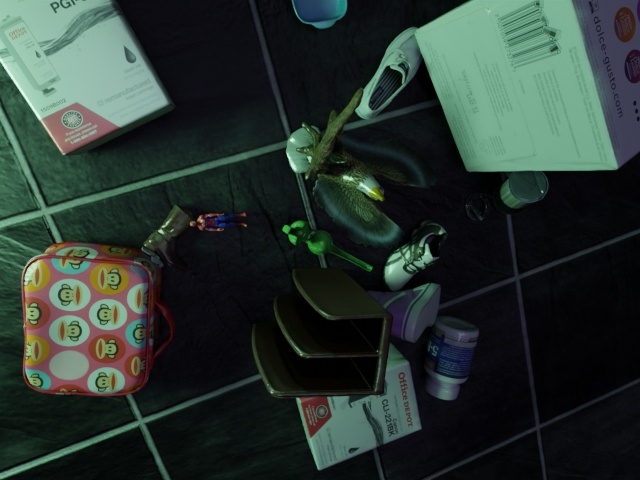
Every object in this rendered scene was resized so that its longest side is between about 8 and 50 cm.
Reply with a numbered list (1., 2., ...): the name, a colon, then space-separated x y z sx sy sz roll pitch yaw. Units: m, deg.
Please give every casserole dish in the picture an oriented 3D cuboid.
1. casserole dish: -0.012 -0.517 0.831 0.114 0.037 0.188 -15 106 -12

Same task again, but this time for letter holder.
1. letter holder: -0.022 0.163 0.837 0.215 0.302 0.151 2 101 -15

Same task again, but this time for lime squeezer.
1. lime squeezer: 0.000 0.000 0.920 0.310 0.110 0.058 27 76 -49

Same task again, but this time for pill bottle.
1. pill bottle: 0.323 0.296 1.060 0.112 0.112 0.186 7 99 -16

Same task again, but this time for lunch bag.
1. lunch bag: -0.419 0.155 0.820 0.258 0.120 0.293 7 103 -14

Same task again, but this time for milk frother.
1. milk frother: 0.429 -0.102 0.989 0.129 0.135 0.143 36 88 12

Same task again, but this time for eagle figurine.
1. eagle figurine: 0.085 -0.130 0.889 0.226 0.225 0.298 -23 149 31

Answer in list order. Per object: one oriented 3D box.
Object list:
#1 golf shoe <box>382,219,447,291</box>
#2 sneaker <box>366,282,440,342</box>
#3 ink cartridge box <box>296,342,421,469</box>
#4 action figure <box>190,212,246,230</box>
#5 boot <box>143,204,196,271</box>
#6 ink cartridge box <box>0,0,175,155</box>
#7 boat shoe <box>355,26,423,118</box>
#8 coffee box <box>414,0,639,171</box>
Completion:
1. golf shoe: 0.221 0.042 0.988 0.077 0.094 0.198 31 94 -20
2. sneaker: 0.180 0.141 0.968 0.161 0.282 0.102 10 96 28
3. ink cartridge box: 0.089 0.392 1.017 0.273 0.114 0.196 -16 105 -12
4. action figure: -0.213 -0.039 0.877 0.115 0.030 0.038 -6 108 -22
5. boot: -0.288 -0.005 0.872 0.106 0.037 0.114 42 84 -21
6. ink cartridge box: -0.418 -0.318 0.722 0.207 0.117 0.283 -29 108 -7
7. boat shoe: 0.163 -0.353 0.893 0.083 0.076 0.226 31 92 -19
8. coffee box: 0.463 -0.357 0.816 0.334 0.338 0.337 -33 109 -17
